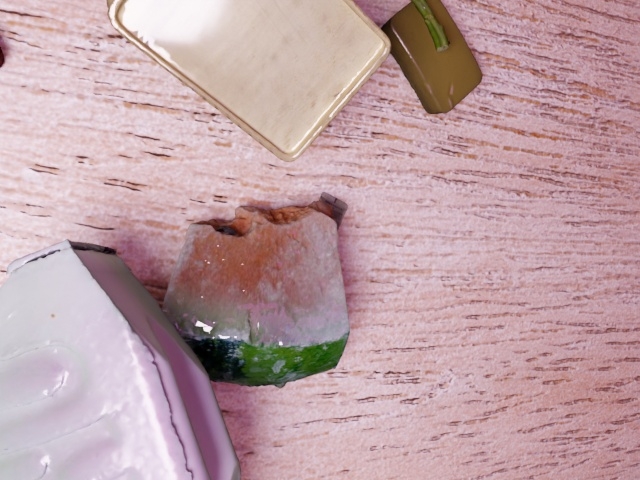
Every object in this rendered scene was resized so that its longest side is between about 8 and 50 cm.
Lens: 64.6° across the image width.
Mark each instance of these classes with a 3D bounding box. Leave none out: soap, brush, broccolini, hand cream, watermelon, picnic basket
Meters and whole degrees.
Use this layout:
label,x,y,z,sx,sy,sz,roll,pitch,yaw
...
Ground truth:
label,x,y,z,sx,sy,sz,roll,pitch,yaw
soap,-0.248,0.237,0.561,0.261,0.156,0.447,-20,83,4
brush,0.204,-0.342,0.934,0.123,0.059,0.197,-41,107,-15
broccolini,0.109,-0.411,0.844,0.123,0.062,0.271,-41,87,-16
hand cream,0.000,0.000,0.869,0.057,0.037,0.165,26,73,-23
watermelon,-0.093,0.082,0.741,0.263,0.151,0.303,2,87,-11
picnic basket,-0.093,-0.301,0.689,0.312,0.175,0.228,36,110,-25

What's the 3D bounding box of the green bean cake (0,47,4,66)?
label,x,y,z,sx,sy,sz,roll,pitch,yaw
green bean cake,-0.484,-0.250,0.614,0.135,0.056,0.135,-40,106,-19
